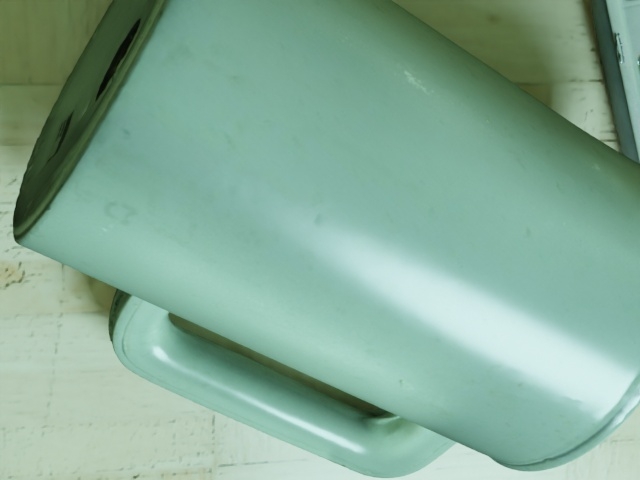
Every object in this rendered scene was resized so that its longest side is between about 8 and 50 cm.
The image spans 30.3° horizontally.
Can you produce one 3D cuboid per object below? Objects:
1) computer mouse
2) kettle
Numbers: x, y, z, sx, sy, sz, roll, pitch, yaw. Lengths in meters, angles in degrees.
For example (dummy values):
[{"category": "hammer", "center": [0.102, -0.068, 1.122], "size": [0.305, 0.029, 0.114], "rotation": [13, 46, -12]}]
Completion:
[{"category": "computer mouse", "center": [0.228, -0.092, 0.725], "size": [0.102, 0.045, 0.199], "rotation": [-10, 110, 25]}, {"category": "kettle", "center": [0.006, 0.001, 0.642], "size": [0.318, 0.205, 0.265], "rotation": [27, 96, -21]}]
